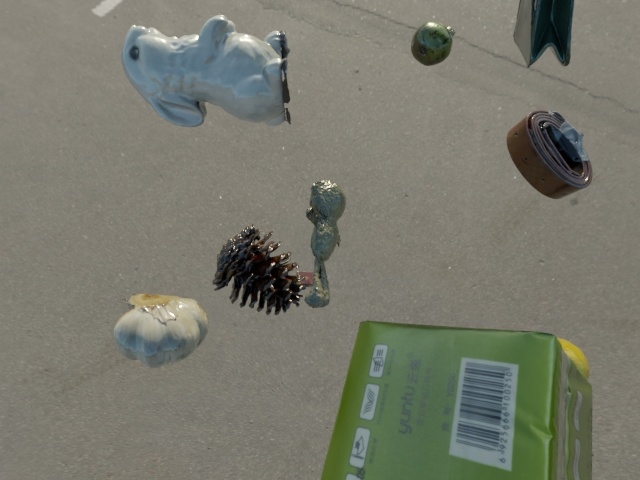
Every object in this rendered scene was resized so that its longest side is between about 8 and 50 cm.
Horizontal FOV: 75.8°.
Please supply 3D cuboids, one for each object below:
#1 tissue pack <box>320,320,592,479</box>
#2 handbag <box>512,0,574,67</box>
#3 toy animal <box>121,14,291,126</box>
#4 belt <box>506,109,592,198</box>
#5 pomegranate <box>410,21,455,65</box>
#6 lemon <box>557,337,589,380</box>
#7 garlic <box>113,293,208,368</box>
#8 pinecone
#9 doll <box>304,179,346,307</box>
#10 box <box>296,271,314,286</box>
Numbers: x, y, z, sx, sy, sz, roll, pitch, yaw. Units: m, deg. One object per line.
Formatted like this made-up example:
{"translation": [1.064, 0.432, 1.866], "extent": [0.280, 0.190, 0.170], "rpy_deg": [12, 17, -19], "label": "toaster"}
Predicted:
{"translation": [0.116, 0.232, 0.367], "extent": [0.200, 0.167, 0.275], "rpy_deg": [-6, 56, 40], "label": "tissue pack"}
{"translation": [0.478, -0.524, 0.883], "extent": [0.089, 0.239, 0.327], "rpy_deg": [1, 36, 20], "label": "handbag"}
{"translation": [-0.241, -0.355, 0.907], "extent": [0.356, 0.258, 0.194], "rpy_deg": [-3, 43, -4], "label": "toy animal"}
{"translation": [0.671, -0.251, 1.200], "extent": [0.183, 0.105, 0.262], "rpy_deg": [-29, 83, -22], "label": "belt"}
{"translation": [0.318, -0.553, 1.141], "extent": [0.114, 0.115, 0.142], "rpy_deg": [40, 61, 15], "label": "pomegranate"}
{"translation": [0.768, 0.409, 1.344], "extent": [0.186, 0.244, 0.187], "rpy_deg": [-20, 50, 26], "label": "lemon"}
{"translation": [-0.193, 0.117, 0.509], "extent": [0.112, 0.074, 0.094], "rpy_deg": [-6, 105, -30], "label": "garlic"}
{"translation": [-0.175, 0.102, 1.239], "extent": [0.292, 0.246, 0.246], "rpy_deg": [39, 69, -9], "label": "pinecone"}
{"translation": [0.010, 0.002, 0.966], "extent": [0.091, 0.202, 0.287], "rpy_deg": [-5, 97, 36], "label": "doll"}
{"translation": [-0.044, 0.138, 1.461], "extent": [0.081, 0.023, 0.052], "rpy_deg": [3, 55, -12], "label": "box"}
